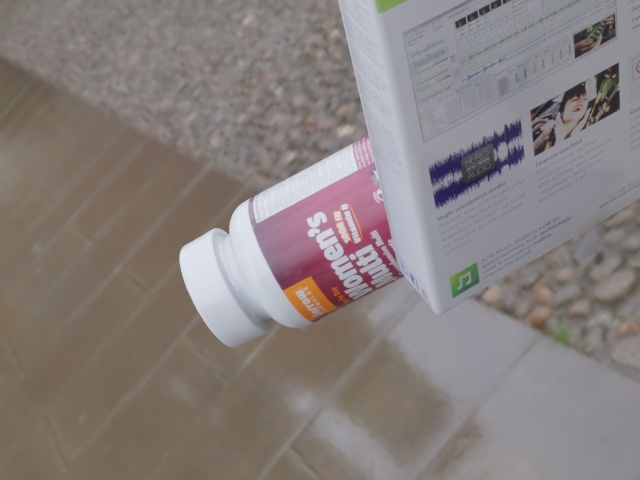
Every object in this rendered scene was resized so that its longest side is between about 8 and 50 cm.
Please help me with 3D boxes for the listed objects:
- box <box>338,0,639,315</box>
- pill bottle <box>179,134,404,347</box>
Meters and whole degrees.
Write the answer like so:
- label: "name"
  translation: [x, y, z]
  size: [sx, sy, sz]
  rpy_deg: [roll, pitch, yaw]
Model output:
- label: "box"
  translation: [0.130, -0.124, 0.780]
  size: [0.232, 0.322, 0.058]
  rpy_deg: [-29, 49, -12]
- label: "pill bottle"
  translation: [0.000, 0.000, 1.146]
  size: [0.221, 0.121, 0.121]
  rpy_deg: [-28, 26, 12]
